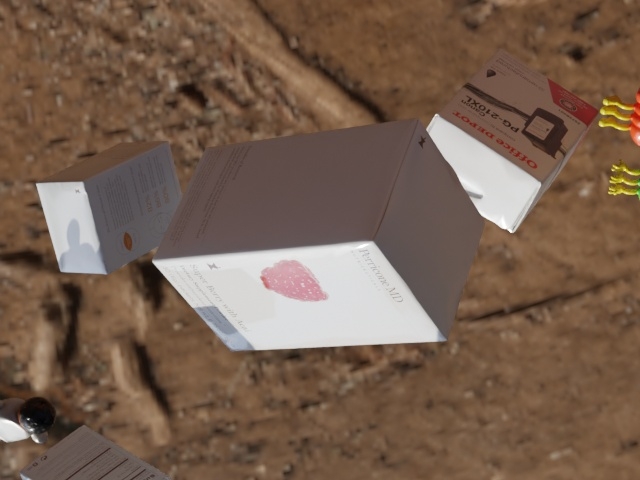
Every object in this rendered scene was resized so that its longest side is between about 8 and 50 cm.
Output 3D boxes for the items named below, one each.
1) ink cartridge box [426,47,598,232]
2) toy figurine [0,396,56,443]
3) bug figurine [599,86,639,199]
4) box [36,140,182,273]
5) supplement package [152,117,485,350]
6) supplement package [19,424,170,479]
[{"bbox_3d":[0.255,-0.142,2.046,0.172,0.237,0.100,34,131,9],"label":"ink cartridge box"},{"bbox_3d":[-0.421,0.301,1.891,0.148,0.213,0.210,-17,173,44],"label":"toy figurine"},{"bbox_3d":[0.494,-0.150,1.959,0.279,0.072,0.216,-18,131,-25],"label":"bug figurine"},{"bbox_3d":[-0.271,-0.046,1.962,0.091,0.130,0.170,1,-159,38],"label":"box"},{"bbox_3d":[0.000,0.000,1.635,0.293,0.175,0.177,-6,137,35],"label":"supplement package"},{"bbox_3d":[-0.260,0.318,1.790,0.105,0.179,0.105,-35,128,-30],"label":"supplement package"}]
